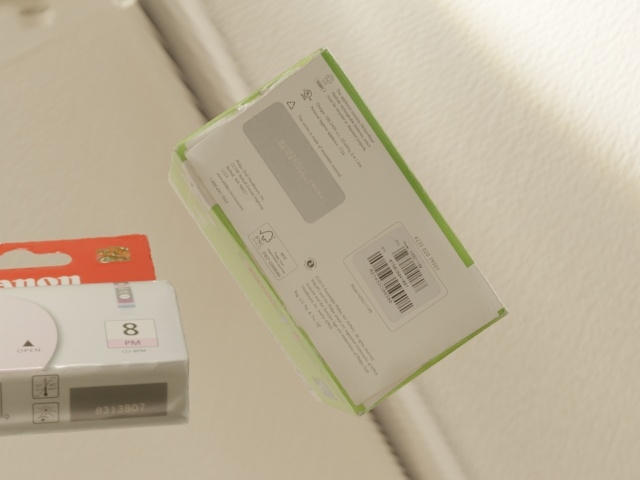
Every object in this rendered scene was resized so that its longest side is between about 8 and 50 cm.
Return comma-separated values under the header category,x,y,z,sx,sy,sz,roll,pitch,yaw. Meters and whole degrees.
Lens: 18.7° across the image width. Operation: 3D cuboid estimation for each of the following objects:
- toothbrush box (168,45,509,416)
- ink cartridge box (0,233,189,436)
category,x,y,z,sx,sy,sz,roll,pitch,yaw
toothbrush box,0.000,0.000,1.329,0.122,0.283,0.206,-34,-90,-7
ink cartridge box,-0.188,0.039,1.225,0.189,0.232,0.066,-3,-56,-10
